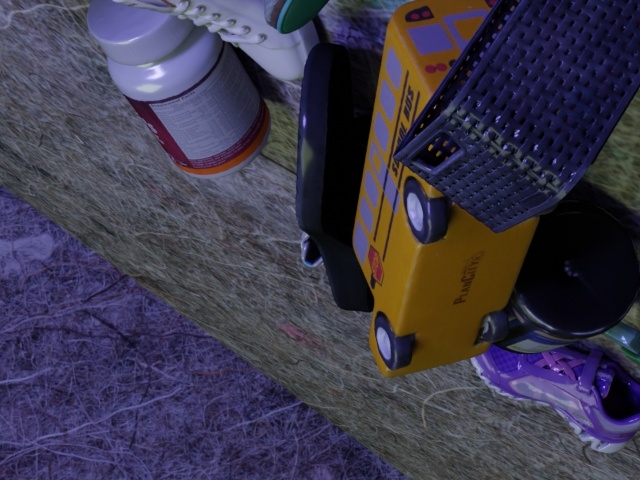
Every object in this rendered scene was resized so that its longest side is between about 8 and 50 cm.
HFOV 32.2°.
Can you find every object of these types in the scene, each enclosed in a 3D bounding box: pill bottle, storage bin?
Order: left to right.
[{"bbox_3d":[-0.141,-0.168,1.126,0.121,0.121,0.221,24,161,32],"label":"pill bottle"},{"bbox_3d":[0.203,0.042,1.038,0.123,0.123,0.219,34,168,1],"label":"pill bottle"},{"bbox_3d":[0.135,-0.105,0.665,0.084,0.180,0.122,35,164,-5],"label":"storage bin"}]

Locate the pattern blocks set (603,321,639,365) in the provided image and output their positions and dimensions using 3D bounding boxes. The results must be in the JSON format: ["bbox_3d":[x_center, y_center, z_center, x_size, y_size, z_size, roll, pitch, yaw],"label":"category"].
[{"bbox_3d":[0.413,0.172,1.049,0.325,0.026,0.285,33,179,42],"label":"pattern blocks set"}]

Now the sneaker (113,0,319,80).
[{"bbox_3d":[-0.116,-0.217,0.944,0.106,0.123,0.290,12,153,50],"label":"sneaker"}]

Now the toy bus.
[{"bbox_3d":[0.097,-0.025,0.874,0.333,0.108,0.130,97,154,-53],"label":"toy bus"}]

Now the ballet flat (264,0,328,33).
[{"bbox_3d":[-0.003,-0.228,0.805,0.079,0.077,0.221,54,157,-1],"label":"ballet flat"}]

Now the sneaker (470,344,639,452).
[{"bbox_3d":[0.286,0.156,1.281,0.236,0.095,0.104,31,157,-5],"label":"sneaker"}]

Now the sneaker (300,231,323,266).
[{"bbox_3d":[0.000,0.000,1.395,0.071,0.083,0.191,32,165,5],"label":"sneaker"}]

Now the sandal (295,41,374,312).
[{"bbox_3d":[0.050,-0.054,1.083,0.107,0.167,0.446,3,161,10],"label":"sandal"}]
